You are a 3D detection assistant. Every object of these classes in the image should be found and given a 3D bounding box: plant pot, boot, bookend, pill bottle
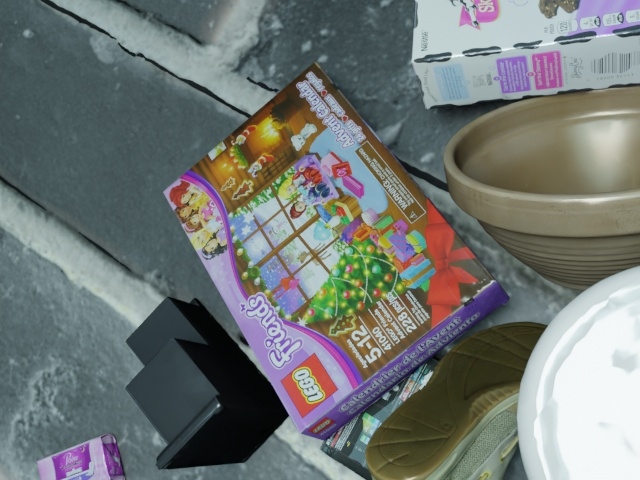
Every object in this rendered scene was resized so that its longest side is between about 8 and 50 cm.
[{"bbox_3d":[0.221,-0.035,0.614,0.237,0.237,0.110,-5,116,19],"label":"plant pot"},{"bbox_3d":[0.126,0.174,0.626,0.213,0.165,0.077,-33,35,-33],"label":"boot"},{"bbox_3d":[-0.123,0.118,0.703,0.072,0.157,0.156,-46,68,4],"label":"bookend"},{"bbox_3d":[0.223,0.117,0.499,0.169,0.301,0.169,-4,77,18],"label":"pill bottle"}]

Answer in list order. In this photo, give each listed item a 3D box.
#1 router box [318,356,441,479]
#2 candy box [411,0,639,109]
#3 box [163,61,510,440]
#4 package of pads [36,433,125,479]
[{"bbox_3d":[0.068,0.153,0.689,0.092,0.038,0.123,28,88,23],"label":"router box"},{"bbox_3d":[0.183,-0.211,0.697,0.196,0.070,0.165,-5,61,18],"label":"candy box"},{"bbox_3d":[0.000,0.000,0.716,0.201,0.057,0.293,-40,58,7],"label":"box"},{"bbox_3d":[-0.239,0.229,0.786,0.083,0.032,0.050,-23,72,13],"label":"package of pads"}]
